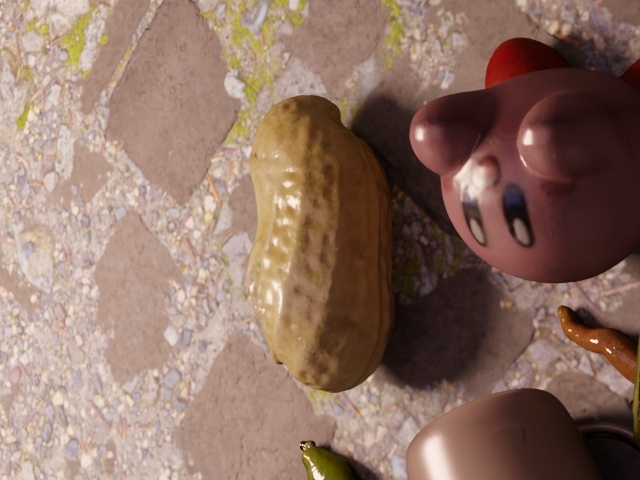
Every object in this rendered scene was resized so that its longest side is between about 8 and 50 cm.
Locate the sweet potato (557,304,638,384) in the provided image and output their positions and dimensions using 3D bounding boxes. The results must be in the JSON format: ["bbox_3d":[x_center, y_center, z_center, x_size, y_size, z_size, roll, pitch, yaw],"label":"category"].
[{"bbox_3d":[0.299,0.111,1.654,0.179,0.044,0.044,29,103,36],"label":"sweet potato"}]

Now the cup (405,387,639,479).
[{"bbox_3d":[0.220,0.254,1.630,0.253,0.191,0.200,-22,64,5],"label":"cup"}]

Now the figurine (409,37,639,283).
[{"bbox_3d":[0.239,-0.069,1.634,0.269,0.261,0.211,4,115,39],"label":"figurine"}]

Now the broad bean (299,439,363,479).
[{"bbox_3d":[0.031,0.301,1.851,0.070,0.048,0.213,-53,57,23],"label":"broad bean"}]

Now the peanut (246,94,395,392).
[{"bbox_3d":[0.004,-0.001,1.846,0.174,0.158,0.340,158,116,-68],"label":"peanut"}]

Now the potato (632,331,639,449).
[{"bbox_3d":[0.351,0.153,1.575,0.119,0.054,0.198,-9,75,15],"label":"potato"}]
